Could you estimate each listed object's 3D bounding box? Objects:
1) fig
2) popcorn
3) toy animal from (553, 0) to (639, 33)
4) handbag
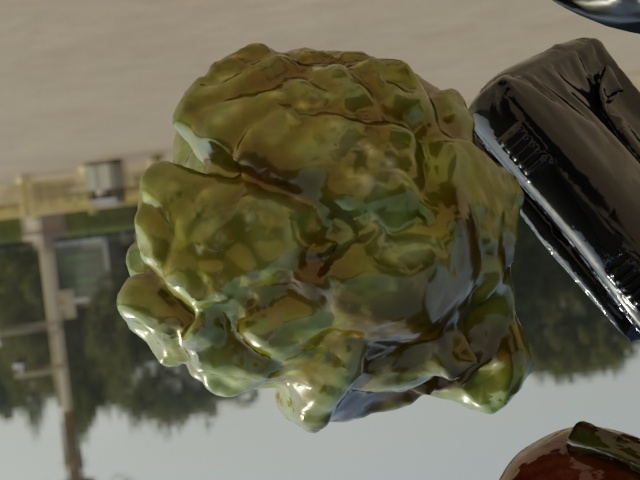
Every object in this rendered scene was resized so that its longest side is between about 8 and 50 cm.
[{"bbox_3d":[0.220,0.228,1.153,0.205,0.205,0.205,-6,-178,0],"label":"fig"},{"bbox_3d":[0.006,-0.001,1.137,0.274,0.279,0.335,13,-167,30],"label":"popcorn"},{"bbox_3d":[0.275,-0.231,0.969,0.310,0.250,0.251,-3,179,-35],"label":"toy animal"},{"bbox_3d":[0.263,-0.048,1.358,0.088,0.275,0.244,-48,170,36],"label":"handbag"}]
